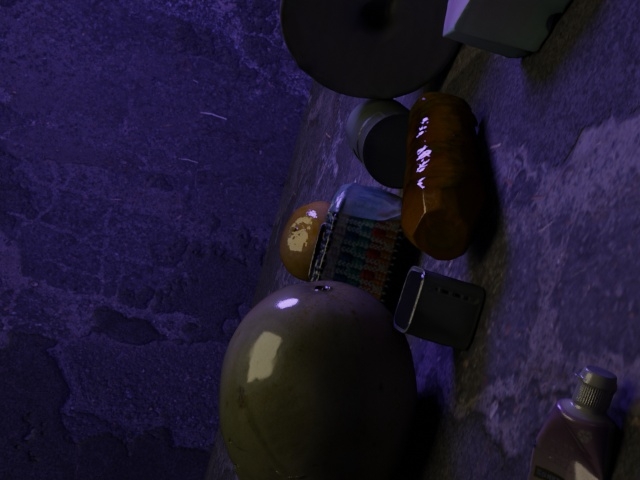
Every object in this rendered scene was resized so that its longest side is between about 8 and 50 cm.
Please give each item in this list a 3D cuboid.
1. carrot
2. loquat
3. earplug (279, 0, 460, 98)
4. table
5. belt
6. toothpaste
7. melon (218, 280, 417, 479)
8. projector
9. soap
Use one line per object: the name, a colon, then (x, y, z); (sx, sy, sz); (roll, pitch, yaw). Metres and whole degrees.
carrot: (0.167, -0.093, 1.332); (0.301, 0.114, 0.114); (-80, 11, -53)
loquat: (0.000, 0.000, 2.002); (0.204, 0.149, 0.172); (-43, 26, 51)
earplug: (0.098, -0.487, 1.760); (0.394, 0.313, 0.312); (-85, 14, -50)
table: (0.118, -0.172, 1.676); (0.220, 0.126, 0.126); (-113, 40, -74)
belt: (0.062, 0.031, 1.606); (0.207, 0.150, 0.257); (104, -179, -77)
toothpaste: (0.188, 0.246, 0.834); (0.075, 0.048, 0.300); (-118, 43, -71)
melon: (-0.002, 0.217, 1.306); (0.268, 0.269, 0.330); (-107, 16, -73)
projector: (0.147, 0.084, 1.218); (0.083, 0.082, 0.083); (-161, 88, -81)
soap: (0.270, -0.421, 1.261); (0.208, 0.115, 0.346); (-167, 93, -81)
